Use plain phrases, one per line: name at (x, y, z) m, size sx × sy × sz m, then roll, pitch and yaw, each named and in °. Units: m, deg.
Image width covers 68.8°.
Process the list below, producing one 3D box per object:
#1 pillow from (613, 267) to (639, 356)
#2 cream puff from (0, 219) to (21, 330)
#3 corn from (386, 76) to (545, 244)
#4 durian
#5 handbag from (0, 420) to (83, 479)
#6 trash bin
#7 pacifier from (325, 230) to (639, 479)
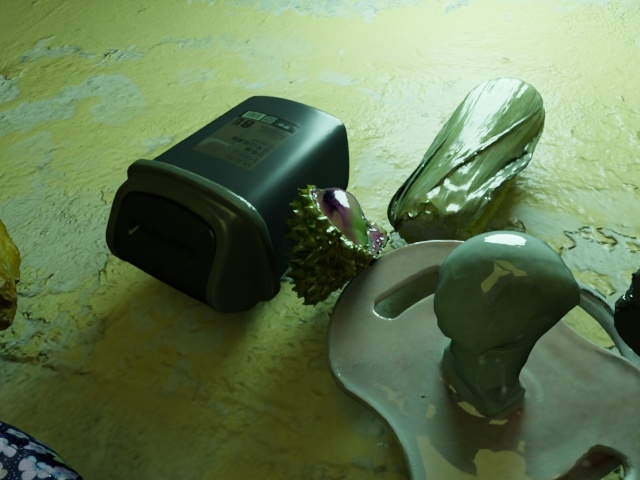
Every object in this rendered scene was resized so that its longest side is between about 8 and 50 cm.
pillow at (0.348, 0.100, 0.343) m, size 0.326 × 0.101 × 0.228 m, roll 7°, pitch 31°, yaw -48°
cream puff at (-0.489, 0.068, 0.580) m, size 0.241 × 0.154 × 0.268 m, roll -17°, pitch 57°, yaw 2°
corn at (0.200, -0.104, 0.625) m, size 0.123 × 0.122 × 0.305 m, roll 33°, pitch 61°, yaw 8°
durian at (-0.001, -0.003, 0.518) m, size 0.119 × 0.187 × 0.108 m, roll -37°, pitch 91°, yaw 16°
handbag at (-0.242, 0.241, 0.364) m, size 0.229 × 0.207 × 0.127 m, roll 21°, pitch 42°, yaw 16°
trash bin at (-0.104, -0.053, 0.601) m, size 0.210 × 0.182 × 0.290 m, roll 21°, pitch 52°, yaw 26°
pacifier at (0.145, 0.110, 0.407) m, size 0.220 × 0.273 × 0.332 m, roll -50°, pitch 50°, yaw 17°
